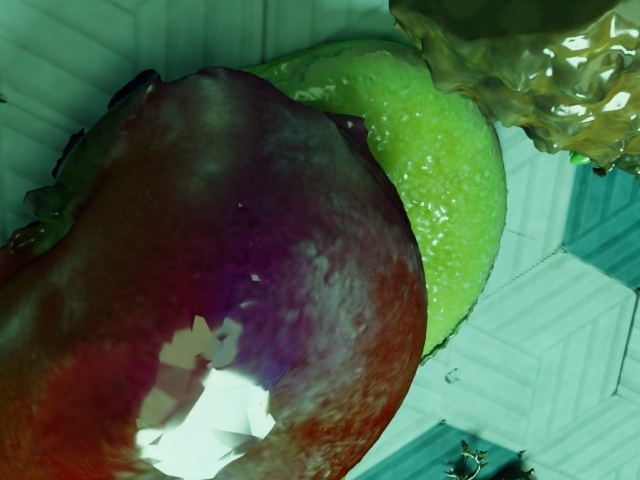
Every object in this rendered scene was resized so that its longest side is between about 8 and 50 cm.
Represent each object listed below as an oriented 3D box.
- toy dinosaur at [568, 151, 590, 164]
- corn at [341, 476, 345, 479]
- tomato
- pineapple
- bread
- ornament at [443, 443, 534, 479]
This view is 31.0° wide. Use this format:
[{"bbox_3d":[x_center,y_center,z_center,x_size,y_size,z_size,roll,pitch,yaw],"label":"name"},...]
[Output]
[{"bbox_3d":[0.231,-0.267,0.686,0.375,0.144,0.500,6,120,-30],"label":"toy dinosaur"},{"bbox_3d":[0.000,0.191,0.914,0.037,0.037,0.092,11,110,-26],"label":"corn"},{"bbox_3d":[-0.060,0.081,0.700,0.335,0.176,0.290,-45,124,14],"label":"tomato"},{"bbox_3d":[0.174,-0.090,0.611,0.169,0.169,0.340,-50,144,10],"label":"pineapple"},{"bbox_3d":[0.000,0.005,0.804,0.301,0.045,0.301,-9,123,-14],"label":"bread"},{"bbox_3d":[0.150,0.212,0.990,0.073,0.028,0.125,-31,126,-1],"label":"ornament"}]
